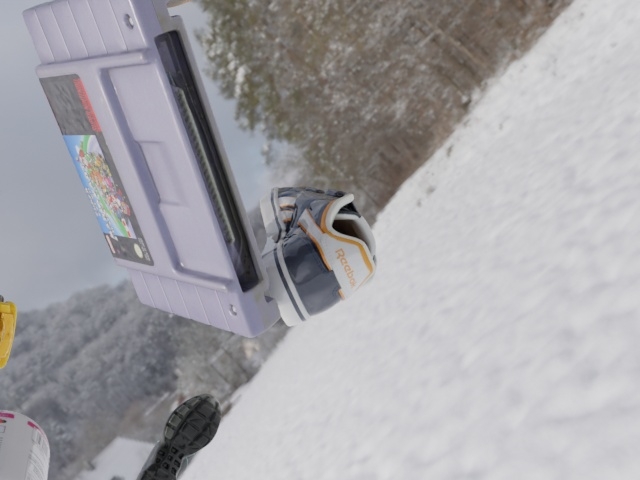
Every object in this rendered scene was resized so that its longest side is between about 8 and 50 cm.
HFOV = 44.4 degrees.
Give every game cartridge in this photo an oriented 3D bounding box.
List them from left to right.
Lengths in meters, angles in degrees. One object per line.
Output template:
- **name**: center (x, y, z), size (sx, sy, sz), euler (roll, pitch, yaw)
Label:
- **game cartridge**: center (-0.178, -0.076, 0.803), size (0.230, 0.354, 0.068), euler (5, 31, 43)

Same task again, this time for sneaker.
- **sneaker**: center (-0.301, 0.425, 1.585), size (0.267, 0.101, 0.106), euler (-55, 9, -28)
- **sneaker**: center (0.000, 0.000, 0.981), size (0.128, 0.126, 0.321), euler (-24, 21, 4)

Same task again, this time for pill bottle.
- **pill bottle**: center (-0.486, 0.382, 1.140), size (0.160, 0.160, 0.283), euler (-44, 22, 1)

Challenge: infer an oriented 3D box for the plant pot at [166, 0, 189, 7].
- **plant pot**: center (-0.135, -0.334, 0.797), size (0.205, 0.205, 0.188), euler (-43, 15, 43)

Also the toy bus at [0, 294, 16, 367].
- **toy bus**: center (-0.624, 0.147, 1.324), size (0.211, 0.220, 0.149), euler (-13, 68, 60)
